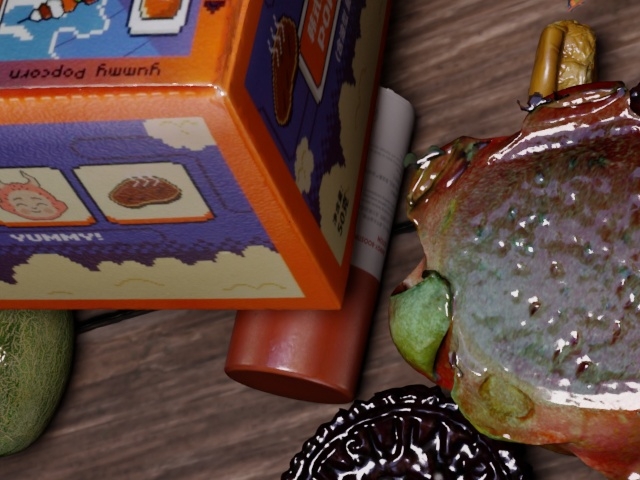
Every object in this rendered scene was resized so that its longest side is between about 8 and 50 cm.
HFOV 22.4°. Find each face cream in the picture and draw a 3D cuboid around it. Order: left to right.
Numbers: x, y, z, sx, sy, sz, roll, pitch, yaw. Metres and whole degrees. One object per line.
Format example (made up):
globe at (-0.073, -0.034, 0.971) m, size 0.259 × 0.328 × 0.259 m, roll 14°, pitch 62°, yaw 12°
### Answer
face cream at (0.000, 0.000, 1.135) m, size 0.096 × 0.096 × 0.214 m, roll 6°, pitch 73°, yaw 24°

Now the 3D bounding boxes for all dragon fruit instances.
dragon fruit at (0.190, 0.022, 1.031) m, size 0.295 × 0.130 × 0.268 m, roll -6°, pitch 69°, yaw 20°

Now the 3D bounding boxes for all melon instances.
melon at (-0.238, 0.076, 1.191) m, size 0.114 × 0.114 × 0.167 m, roll -1°, pitch 74°, yaw 21°

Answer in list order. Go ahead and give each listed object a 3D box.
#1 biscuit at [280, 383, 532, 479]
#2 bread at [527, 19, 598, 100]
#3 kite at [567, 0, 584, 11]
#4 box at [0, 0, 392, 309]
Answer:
biscuit at (0.055, 0.192, 1.065) m, size 0.195 × 0.053 × 0.194 m, roll -7°, pitch 69°, yaw 19°
bread at (0.169, -0.114, 1.122) m, size 0.046 × 0.083 × 0.081 m, roll 8°, pitch 116°, yaw 13°
kite at (0.270, -0.313, 1.087) m, size 0.327 × 0.013 × 0.377 m, roll 6°, pitch 63°, yaw 59°
box at (-0.140, -0.161, 1.043) m, size 0.319 × 0.257 × 0.348 m, roll 0°, pitch 59°, yaw 20°
